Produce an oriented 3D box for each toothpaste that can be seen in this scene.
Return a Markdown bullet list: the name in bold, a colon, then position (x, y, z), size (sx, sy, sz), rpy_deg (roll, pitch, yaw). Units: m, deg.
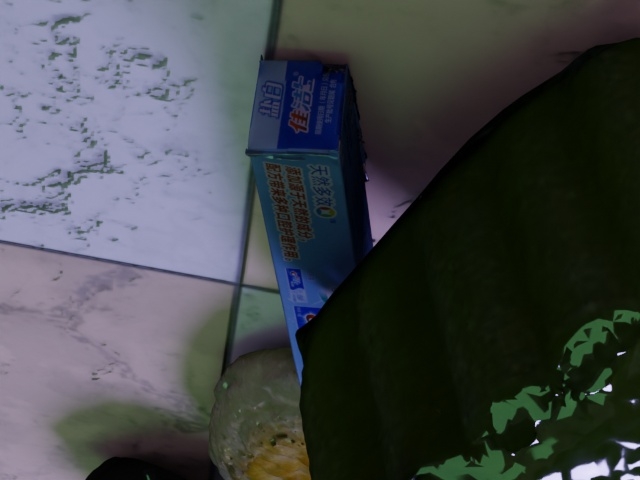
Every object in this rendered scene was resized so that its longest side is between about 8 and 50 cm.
- **toothpaste**: position (0.000, 0.000, 1.126), size (0.053, 0.066, 0.272), rpy_deg (4, 149, 8)

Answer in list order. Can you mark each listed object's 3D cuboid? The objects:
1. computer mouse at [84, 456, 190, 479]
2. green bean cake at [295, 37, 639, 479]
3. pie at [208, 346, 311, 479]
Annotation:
- **computer mouse**: position (-0.090, 0.251, 1.523), size (0.147, 0.088, 0.264), rpy_deg (16, 153, 35)
- **green bean cake**: position (0.187, 0.070, 1.035), size (0.335, 0.218, 0.319), rpy_deg (30, 124, -35)
- **pie**: position (0.077, 0.168, 1.370), size (0.339, 0.077, 0.339), rpy_deg (9, 155, 4)
